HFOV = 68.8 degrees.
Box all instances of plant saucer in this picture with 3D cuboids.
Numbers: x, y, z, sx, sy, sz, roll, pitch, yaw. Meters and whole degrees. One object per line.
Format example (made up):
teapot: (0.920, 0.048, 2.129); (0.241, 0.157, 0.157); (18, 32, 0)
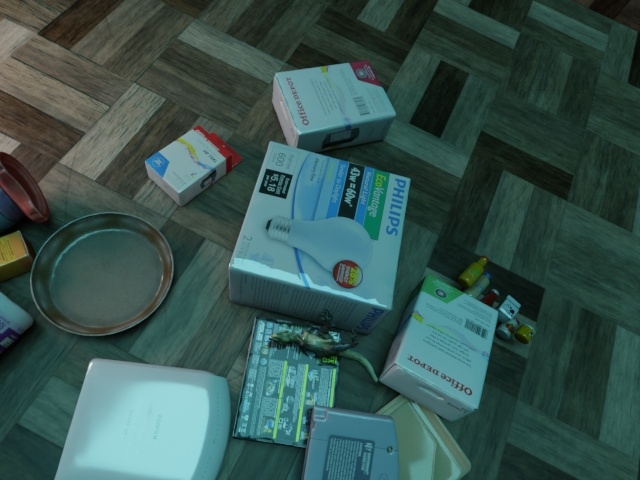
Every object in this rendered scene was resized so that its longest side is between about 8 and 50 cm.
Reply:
plant saucer: (-0.508, 0.078, 1.109); (0.311, 0.050, 0.310); (4, 65, -9)

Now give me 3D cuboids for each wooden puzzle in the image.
wooden puzzle: (0.185, 0.488, 1.054); (0.239, 0.044, 0.220); (-30, 74, -17)

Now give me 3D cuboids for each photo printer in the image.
photo printer: (-0.343, 0.388, 0.961); (0.308, 0.107, 0.255); (9, 64, -6)

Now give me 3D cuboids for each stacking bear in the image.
stacking bear: (-0.806, -0.064, 1.062); (0.289, 0.175, 0.164); (-30, 29, -11)

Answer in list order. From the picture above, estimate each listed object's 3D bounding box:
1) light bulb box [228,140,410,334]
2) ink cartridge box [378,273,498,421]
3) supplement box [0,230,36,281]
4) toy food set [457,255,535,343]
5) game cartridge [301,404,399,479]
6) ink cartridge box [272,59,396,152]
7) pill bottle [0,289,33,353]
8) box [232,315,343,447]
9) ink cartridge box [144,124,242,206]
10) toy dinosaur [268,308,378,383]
light bulb box: (0.000, 0.000, 1.143); (0.362, 0.225, 0.357); (14, 63, -3)
ink cartridge box: (0.284, 0.250, 1.111); (0.202, 0.117, 0.278); (29, 51, 3)
supplement box: (-0.775, 0.065, 1.048); (0.234, 0.078, 0.080); (-26, 73, -21)
toy food set: (0.464, 0.157, 1.219); (0.232, 0.111, 0.104); (43, 65, 13)
game cartridge: (0.058, 0.506, 0.966); (0.198, 0.062, 0.296); (11, 83, -8)
ink cartridge box: (0.033, -0.394, 1.387); (0.307, 0.131, 0.226); (-14, 69, -15)
pill bottle: (-0.756, 0.219, 0.928); (0.169, 0.169, 0.301); (36, 64, 7)
box: (-0.069, 0.325, 1.070); (0.217, 0.060, 0.269); (10, 64, -7)
ink cartridge box: (-0.334, -0.216, 1.263); (0.134, 0.078, 0.231); (41, 64, 10)
toy dinosaur: (0.026, 0.227, 1.042); (0.268, 0.118, 0.064); (22, 35, -2)
